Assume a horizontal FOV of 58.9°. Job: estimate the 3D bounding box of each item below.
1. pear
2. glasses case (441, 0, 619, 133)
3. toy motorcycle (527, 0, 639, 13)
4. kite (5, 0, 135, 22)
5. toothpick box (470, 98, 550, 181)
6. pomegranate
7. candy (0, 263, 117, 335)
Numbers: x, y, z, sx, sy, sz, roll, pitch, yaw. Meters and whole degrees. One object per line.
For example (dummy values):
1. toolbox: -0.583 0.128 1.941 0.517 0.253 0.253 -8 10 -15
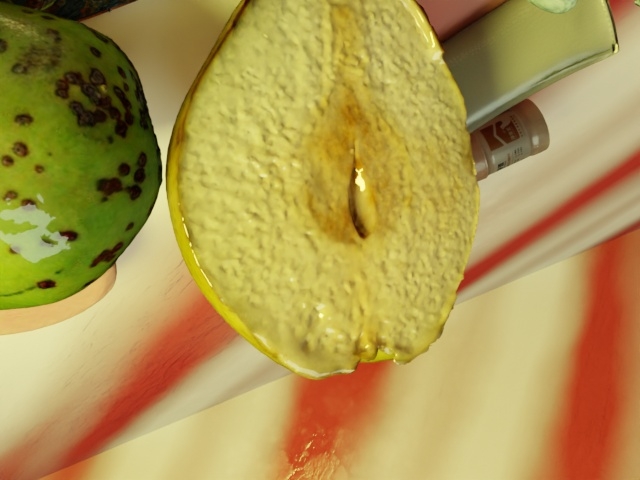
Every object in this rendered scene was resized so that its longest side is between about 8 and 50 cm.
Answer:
1. pear: -0.013 -0.063 0.600 0.340 0.387 0.191 -3 -179 -32
2. glasses case: 0.222 -0.221 0.739 0.308 0.128 0.083 -30 -179 16
3. toy motorcycle: 0.236 -0.278 0.474 0.206 0.260 0.154 -37 151 -86
4. kite: -0.212 -0.228 0.448 0.232 0.009 0.189 0 149 -44
5. toothpick box: 0.298 -0.167 0.969 0.148 0.099 0.098 -25 158 0
6. pomegranate: -0.254 -0.072 0.479 0.254 0.270 0.254 -3 113 -8
7. candy: -0.397 0.041 0.762 0.255 0.094 0.255 -20 157 -9
